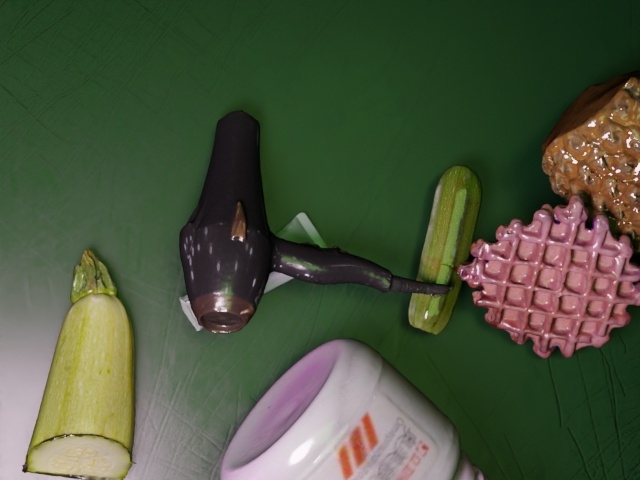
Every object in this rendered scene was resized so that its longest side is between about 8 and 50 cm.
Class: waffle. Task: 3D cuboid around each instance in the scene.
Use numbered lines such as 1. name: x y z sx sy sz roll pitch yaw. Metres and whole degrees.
1. waffle: 0.307 0.056 1.827 0.221 0.055 0.234 -30 117 21

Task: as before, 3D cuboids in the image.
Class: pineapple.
1. pineapple: 0.445 -0.045 1.857 0.202 0.202 0.362 -40 102 -10

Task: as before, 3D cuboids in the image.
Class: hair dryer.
1. hair dryer: 0.000 0.000 1.802 0.359 0.120 0.303 14 54 -12

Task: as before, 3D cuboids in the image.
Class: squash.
1. squash: 0.166 0.011 1.863 0.066 0.066 0.229 16 83 -7
2. squash: -0.276 0.156 1.752 0.137 0.137 0.287 11 80 -7

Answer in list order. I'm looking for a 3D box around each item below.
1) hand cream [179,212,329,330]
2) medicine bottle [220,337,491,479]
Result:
1. hand cream: -0.085 0.045 1.831 0.205 0.050 0.078 -32 77 -14
2. medicine bottle: 0.067 0.306 1.721 0.325 0.256 0.256 45 80 -11
